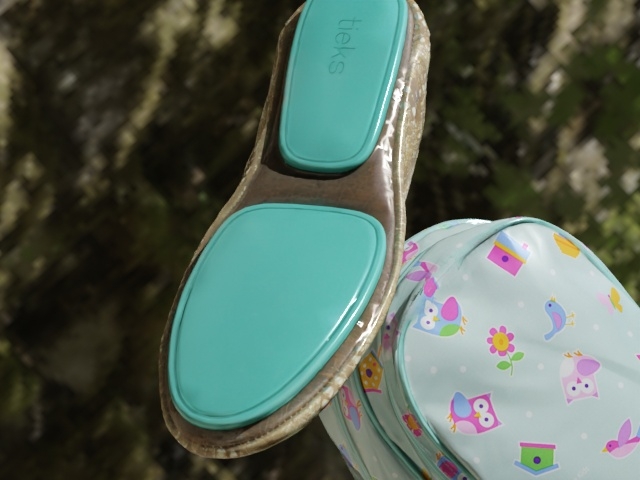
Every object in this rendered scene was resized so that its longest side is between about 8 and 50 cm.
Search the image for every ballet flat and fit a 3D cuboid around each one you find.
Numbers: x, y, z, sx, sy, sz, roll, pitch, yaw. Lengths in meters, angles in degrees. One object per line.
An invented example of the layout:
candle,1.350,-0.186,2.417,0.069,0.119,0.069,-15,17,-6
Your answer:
ballet flat,0.000,0.000,0.643,0.073,0.206,0.067,10,-37,15

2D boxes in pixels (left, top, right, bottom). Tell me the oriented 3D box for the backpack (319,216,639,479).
backpack,0.084,0.074,0.739,0.182,0.152,0.115,48,-29,-4
